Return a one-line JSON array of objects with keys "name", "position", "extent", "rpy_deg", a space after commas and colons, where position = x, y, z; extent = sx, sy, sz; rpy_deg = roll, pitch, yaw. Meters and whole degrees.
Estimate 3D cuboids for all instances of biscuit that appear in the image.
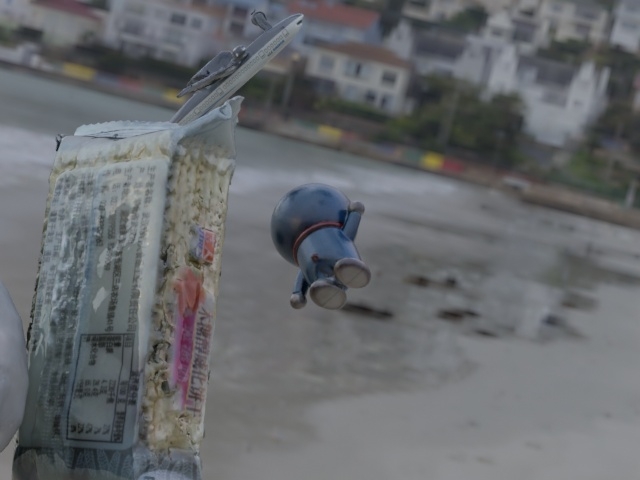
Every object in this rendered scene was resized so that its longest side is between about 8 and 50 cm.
[{"name": "biscuit", "position": [-0.141, 0.054, 1.192], "extent": [0.186, 0.309, 0.079], "rpy_deg": [-7, -16, 41]}]

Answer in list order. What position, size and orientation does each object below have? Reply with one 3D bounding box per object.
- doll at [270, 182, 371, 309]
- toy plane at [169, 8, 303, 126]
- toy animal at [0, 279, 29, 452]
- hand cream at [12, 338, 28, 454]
[{"name": "doll", "position": [0.000, 0.000, 1.694], "extent": [0.085, 0.114, 0.152], "rpy_deg": [38, 16, -39]}, {"name": "toy plane", "position": [-0.105, -0.161, 1.809], "extent": [0.058, 0.226, 0.226], "rpy_deg": [38, -1, 4]}, {"name": "toy animal", "position": [-0.263, 0.096, 1.017], "extent": [0.194, 0.258, 0.357], "rpy_deg": [0, 9, -15]}, {"name": "hand cream", "position": [-0.251, 0.215, 1.577], "extent": [0.059, 0.276, 0.095], "rpy_deg": [-21, 36, -34]}]
